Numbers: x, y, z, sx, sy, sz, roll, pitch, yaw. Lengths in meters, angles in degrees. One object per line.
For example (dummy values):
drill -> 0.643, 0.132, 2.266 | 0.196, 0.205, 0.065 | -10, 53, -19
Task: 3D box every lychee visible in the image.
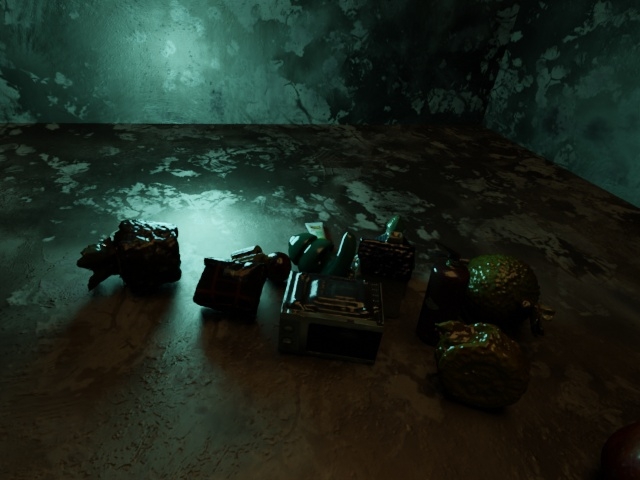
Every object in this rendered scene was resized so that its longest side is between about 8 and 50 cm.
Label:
lychee -> 0.601, 0.173, 1.345 | 0.270, 0.270, 0.320 | -4, -3, -16

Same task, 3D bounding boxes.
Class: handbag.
handbag -> -0.288, 0.149, 1.293 | 0.215, 0.155, 0.169 | 8, 73, 3

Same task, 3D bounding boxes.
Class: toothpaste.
toothpaste -> 0.000, 0.000, 1.683 | 0.058, 0.056, 0.314 | 38, 16, -29

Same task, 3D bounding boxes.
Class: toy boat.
toy boat -> -0.277, 0.074, 1.419 | 0.226, 0.068, 0.088 | -14, 68, 24

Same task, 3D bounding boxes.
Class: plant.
plant -> -0.627, 0.052, 1.333 | 0.312, 0.215, 0.213 | -6, 38, -14

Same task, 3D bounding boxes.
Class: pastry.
pastry -> 0.431, 0.338, 1.078 | 0.240, 0.235, 0.132 | -2, 35, 14

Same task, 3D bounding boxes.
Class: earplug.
earplug -> -0.007, 0.050, 1.419 | 0.280, 0.257, 0.164 | 32, 64, 23

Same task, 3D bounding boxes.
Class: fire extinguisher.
fire extinguisher -> 0.374, 0.163, 1.236 | 0.135, 0.337, 0.114 | 13, 31, 11

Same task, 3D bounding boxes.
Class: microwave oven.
microwave oven -> 0.033, 0.223, 1.225 | 0.295, 0.181, 0.237 | 7, 34, 1

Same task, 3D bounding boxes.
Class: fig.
fig -> -0.177, 0.097, 1.459 | 0.155, 0.103, 0.109 | -8, 37, 29

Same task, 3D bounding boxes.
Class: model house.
model house -> 0.222, 0.067, 1.420 | 0.243, 0.284, 0.298 | 15, 34, 3

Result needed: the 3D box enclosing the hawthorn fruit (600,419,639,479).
hawthorn fruit -> 0.754, 0.485, 0.813 | 0.285, 0.369, 0.284 | -9, 40, 8
